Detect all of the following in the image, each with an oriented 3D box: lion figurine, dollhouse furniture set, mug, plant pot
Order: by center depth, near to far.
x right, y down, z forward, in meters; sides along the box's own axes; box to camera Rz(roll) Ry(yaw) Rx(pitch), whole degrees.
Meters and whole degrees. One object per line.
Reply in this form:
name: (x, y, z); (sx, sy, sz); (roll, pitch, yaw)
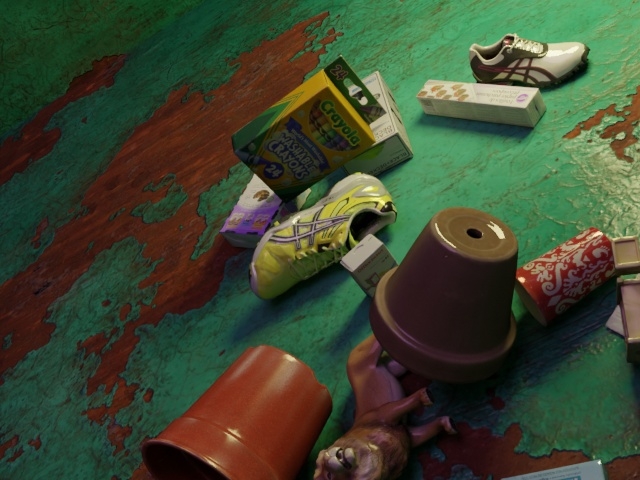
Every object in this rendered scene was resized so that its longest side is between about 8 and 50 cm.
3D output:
dollhouse furniture set: (0.556, 0.090, 1.236); (0.161, 0.101, 0.182); (-7, 60, 17)
plant pot: (0.233, 0.072, 1.337); (0.263, 0.229, 0.263); (8, 36, -6)
plant pot: (-0.126, 0.346, 1.384); (0.272, 0.272, 0.265); (2, 40, 40)
mug: (0.427, 0.048, 1.387); (0.169, 0.113, 0.150); (-33, 40, 2)
lion figurine: (0.107, 0.285, 1.415); (0.240, 0.142, 0.392); (-31, 24, 22)

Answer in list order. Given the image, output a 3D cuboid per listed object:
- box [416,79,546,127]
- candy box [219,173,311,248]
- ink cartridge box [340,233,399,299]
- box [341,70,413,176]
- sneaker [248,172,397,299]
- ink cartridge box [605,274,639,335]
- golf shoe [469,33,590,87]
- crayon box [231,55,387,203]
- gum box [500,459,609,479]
box: (0.369, -0.324, 1.830); (0.324, 0.067, 0.063); (17, 65, 47)
candy box: (-0.140, -0.075, 1.988); (0.165, 0.070, 0.196); (5, 56, 42)
ink cartridge box: (0.111, 0.059, 1.614); (0.088, 0.122, 0.052); (-43, 38, -5)
box: (0.119, -0.287, 1.974); (0.169, 0.087, 0.290); (-26, 41, 16)
sneaker: (0.000, 0.000, 1.747); (0.385, 0.145, 0.147); (-41, 38, 0)
ink cartridge box: (0.608, 0.087, 1.268); (0.189, 0.066, 0.232); (35, 99, 50)
golf shoe: (0.474, -0.417, 1.796); (0.273, 0.120, 0.105); (-7, 47, 32)
crayon box: (-0.020, -0.251, 1.819); (0.323, 0.203, 0.083); (-34, 38, 16)
gum box: (0.351, 0.425, 1.132); (0.157, 0.041, 0.184); (-20, 42, 24)
